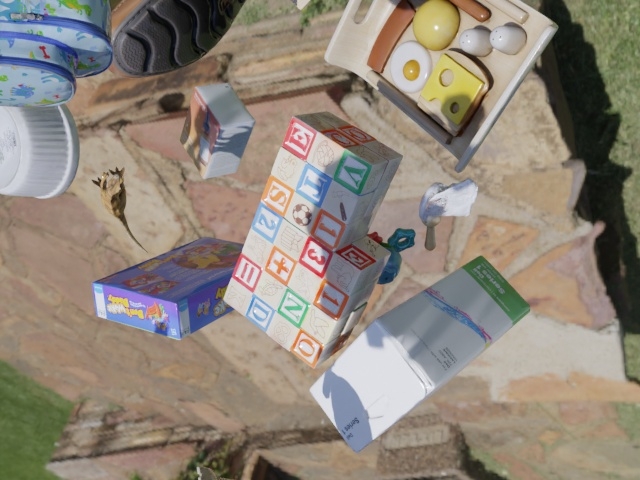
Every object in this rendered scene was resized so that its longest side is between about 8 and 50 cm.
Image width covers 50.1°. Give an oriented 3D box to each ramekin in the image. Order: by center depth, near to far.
[{"bbox_3d":[-0.562,-0.179,1.286,0.207,0.207,0.109,-16,177,34],"label":"ramekin"}]

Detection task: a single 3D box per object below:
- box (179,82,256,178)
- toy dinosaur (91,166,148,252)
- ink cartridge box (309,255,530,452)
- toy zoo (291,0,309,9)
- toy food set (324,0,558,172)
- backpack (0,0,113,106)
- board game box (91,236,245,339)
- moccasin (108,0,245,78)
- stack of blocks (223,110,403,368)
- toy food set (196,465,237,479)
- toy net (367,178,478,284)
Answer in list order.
[{"bbox_3d":[-0.236,-0.247,1.548,0.091,0.130,0.170,-16,151,-35],"label":"box"},{"bbox_3d":[-0.371,-0.065,1.238,0.064,0.112,0.211,-14,155,-9],"label":"toy dinosaur"},{"bbox_3d":[0.146,0.159,0.993,0.117,0.278,0.201,50,133,16],"label":"ink cartridge box"},{"bbox_3d":[0.028,-0.500,1.184,0.030,0.293,0.192,41,111,-17],"label":"toy zoo"},{"bbox_3d":[0.147,-0.267,0.947,0.092,0.306,0.219,-6,135,-45],"label":"toy food set"},{"bbox_3d":[-0.199,-0.137,0.460,0.114,0.084,0.105,-7,176,-22],"label":"backpack"},{"bbox_3d":[-0.272,0.089,1.472,0.234,0.347,0.078,10,111,31],"label":"board game box"},{"bbox_3d":[-0.189,-0.366,0.954,0.147,0.380,0.139,17,152,22],"label":"moccasin"},{"bbox_3d":[0.000,0.000,0.918,0.171,0.087,0.297,34,119,21],"label":"stack of blocks"},{"bbox_3d":[-0.104,0.344,0.714,0.039,0.192,0.132,-19,150,9],"label":"toy food set"},{"bbox_3d":[0.122,-0.021,0.983,0.122,0.045,0.232,23,123,-33],"label":"toy net"}]
